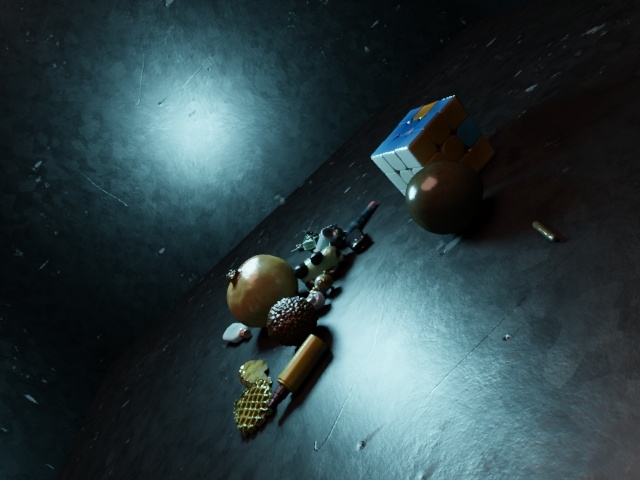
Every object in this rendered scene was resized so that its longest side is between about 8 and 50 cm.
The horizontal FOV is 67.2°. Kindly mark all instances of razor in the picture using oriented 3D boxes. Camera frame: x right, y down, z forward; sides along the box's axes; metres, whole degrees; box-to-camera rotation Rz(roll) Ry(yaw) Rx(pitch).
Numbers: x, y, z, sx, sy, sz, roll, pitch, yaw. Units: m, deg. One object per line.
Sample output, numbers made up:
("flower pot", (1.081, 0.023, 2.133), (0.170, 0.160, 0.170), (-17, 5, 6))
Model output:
("razor", (0.158, 0.000, 2.108), (0.090, 0.054, 0.148), (-46, 17, 7))

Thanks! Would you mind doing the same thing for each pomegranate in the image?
("pomegranate", (-0.272, 0.214, 2.129), (0.338, 0.338, 0.338), (-39, 19, 16))

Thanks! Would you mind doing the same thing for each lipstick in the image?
("lipstick", (0.194, -0.103, 2.273), (0.234, 0.053, 0.053), (-49, 18, -24))

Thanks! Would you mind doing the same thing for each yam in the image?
("yam", (0.595, -0.024, 1.278), (0.021, 0.021, 0.116), (-40, 17, 13))

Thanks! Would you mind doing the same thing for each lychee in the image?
("lychee", (-0.105, 0.302, 1.800), (0.200, 0.200, 0.238), (-47, -10, -10))

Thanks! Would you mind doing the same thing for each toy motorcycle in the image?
("toy motorcycle", (0.000, 0.000, 2.325), (0.275, 0.124, 0.187), (-19, 4, 35))
("toy motorcycle", (-0.084, 0.289, 1.946), (0.254, 0.112, 0.112), (-32, 22, 30))

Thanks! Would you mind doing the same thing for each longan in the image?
("longan", (0.408, -0.144, 1.593), (0.258, 0.258, 0.258), (-39, 19, 16))

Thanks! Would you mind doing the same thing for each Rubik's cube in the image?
("Rubik's cube", (0.435, -0.340, 1.885), (0.291, 0.291, 0.290), (-48, 18, -14))

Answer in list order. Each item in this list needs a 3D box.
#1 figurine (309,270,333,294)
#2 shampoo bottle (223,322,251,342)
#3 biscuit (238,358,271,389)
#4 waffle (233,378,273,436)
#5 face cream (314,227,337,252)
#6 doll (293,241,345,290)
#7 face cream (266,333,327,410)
("figurine", (0.002, 0.192, 1.979), (0.101, 0.068, 0.143), (-24, -30, -24))
("shampoo bottle", (-0.395, 0.444, 2.314), (0.108, 0.051, 0.221), (-51, 18, -27))
("biscuit", (-0.251, 0.514, 1.819), (0.183, 0.118, 0.061), (-123, 36, -68))
("waffle", (-0.231, 0.572, 1.659), (0.169, 0.036, 0.183), (-43, 30, 3))
("face cream", (0.015, 0.041, 2.174), (0.229, 0.075, 0.075), (108, -172, -47))
("doll", (-0.004, 0.111, 2.079), (0.234, 0.143, 0.135), (-38, 13, 19))
("face cream", (-0.084, 0.443, 1.606), (0.273, 0.078, 0.078), (-52, 19, -21))
